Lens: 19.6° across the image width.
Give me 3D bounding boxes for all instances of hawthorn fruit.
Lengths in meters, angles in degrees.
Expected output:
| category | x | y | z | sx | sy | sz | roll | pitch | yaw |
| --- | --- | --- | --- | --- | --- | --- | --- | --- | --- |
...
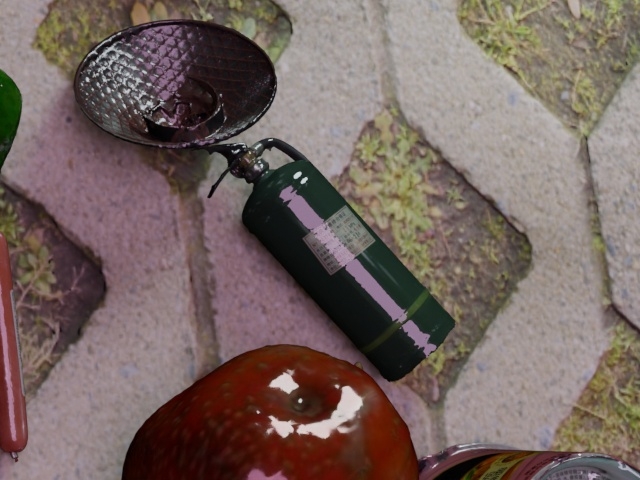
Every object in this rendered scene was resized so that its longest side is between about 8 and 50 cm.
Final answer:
| category | x | y | z | sx | sy | sz | roll | pitch | yaw |
| --- | --- | --- | --- | --- | --- | --- | --- | --- | --- |
| hawthorn fruit | -0.035 | 0.223 | 1.637 | 0.275 | 0.275 | 0.299 | 40 | 61 | -7 |

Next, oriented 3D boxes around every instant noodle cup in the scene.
| category | x | y | z | sx | sy | sz | roll | pitch | yaw |
| --- | --- | --- | --- | --- | --- | --- | --- | --- | --- |
| instant noodle cup | 0.204 | 0.286 | 1.702 | 0.244 | 0.255 | 0.244 | 4 | 76 | -16 |

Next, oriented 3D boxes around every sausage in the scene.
| category | x | y | z | sx | sy | sz | roll | pitch | yaw |
| --- | --- | --- | --- | --- | --- | --- | --- | --- | --- |
| sausage | -0.290 | 0.092 | 1.697 | 0.029 | 0.029 | 0.223 | -5 | 81 | -19 |

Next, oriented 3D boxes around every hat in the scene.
| category | x | y | z | sx | sy | sz | roll | pitch | yaw |
| --- | --- | --- | --- | --- | --- | --- | --- | --- | --- |
| hat | -0.137 | -0.124 | 1.767 | 0.193 | 0.082 | 0.193 | 1 | 44 | -1 |

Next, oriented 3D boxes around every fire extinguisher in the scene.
| category | x | y | z | sx | sy | sz | roll | pitch | yaw |
| --- | --- | --- | --- | --- | --- | --- | --- | --- | --- |
| fire extinguisher | 0.000 | 0.000 | 1.779 | 0.294 | 0.093 | 0.118 | 47 | 56 | -4 |

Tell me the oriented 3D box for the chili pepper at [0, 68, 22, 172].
| category | x | y | z | sx | sy | sz | roll | pitch | yaw |
| --- | --- | --- | --- | --- | --- | --- | --- | --- | --- |
| chili pepper | -0.406 | -0.020 | 1.608 | 0.213 | 0.167 | 0.385 | 32 | 73 | -8 |
